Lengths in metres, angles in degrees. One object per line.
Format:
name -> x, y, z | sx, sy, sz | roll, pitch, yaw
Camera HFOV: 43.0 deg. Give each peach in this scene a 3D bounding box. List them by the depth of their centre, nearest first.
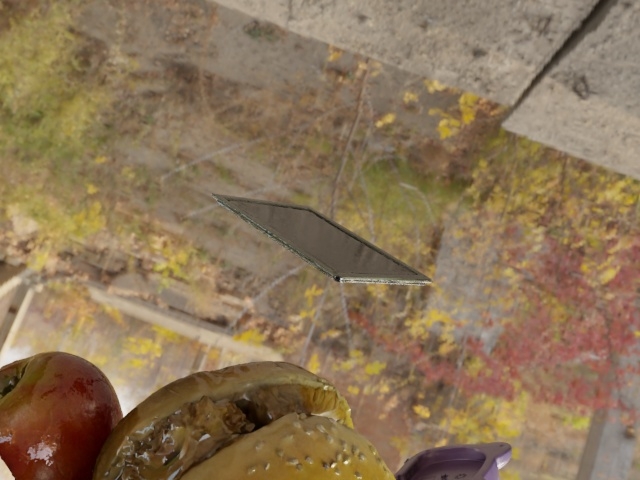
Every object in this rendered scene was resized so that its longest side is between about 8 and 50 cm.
peach -> -0.144, 0.106, 0.465 | 0.098, 0.061, 0.098 | 63, 180, 0

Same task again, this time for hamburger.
hamburger -> -0.041, 0.158, 0.454 | 0.118, 0.182, 0.191 | 27, 145, 51

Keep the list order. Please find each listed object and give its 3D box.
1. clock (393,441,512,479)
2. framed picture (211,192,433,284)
clock -> 0.119, 0.236, 0.748 | 0.110, 0.050, 0.152 | -16, -179, 28
framed picture -> 0.000, 0.000, 1.074 | 0.252, 0.014, 0.197 | 32, -163, 38
